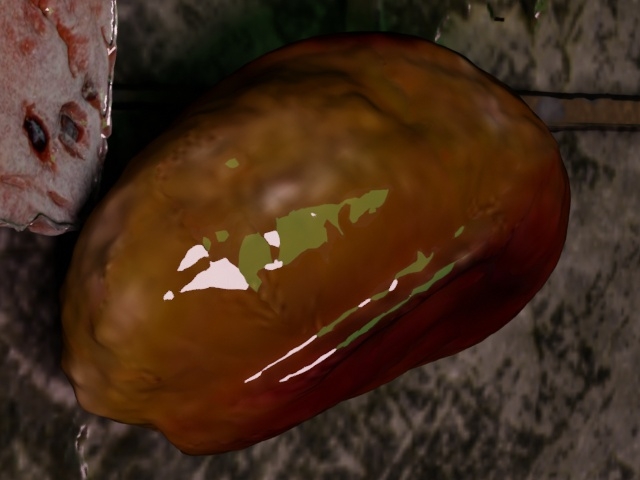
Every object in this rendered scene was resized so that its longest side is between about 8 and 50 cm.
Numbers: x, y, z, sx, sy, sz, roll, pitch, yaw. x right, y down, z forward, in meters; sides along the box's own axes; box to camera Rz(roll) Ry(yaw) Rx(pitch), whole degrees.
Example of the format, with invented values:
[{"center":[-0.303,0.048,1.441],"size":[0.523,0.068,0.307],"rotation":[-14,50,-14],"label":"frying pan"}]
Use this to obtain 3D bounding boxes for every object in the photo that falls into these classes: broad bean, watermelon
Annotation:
[{"center":[-0.002,-0.001,0.724],"size":[0.228,0.156,0.122],"rotation":[-18,63,-33],"label":"broad bean"},{"center":[-0.124,-0.055,0.650],"size":[0.187,0.071,0.139],"rotation":[-49,132,-36],"label":"watermelon"}]
